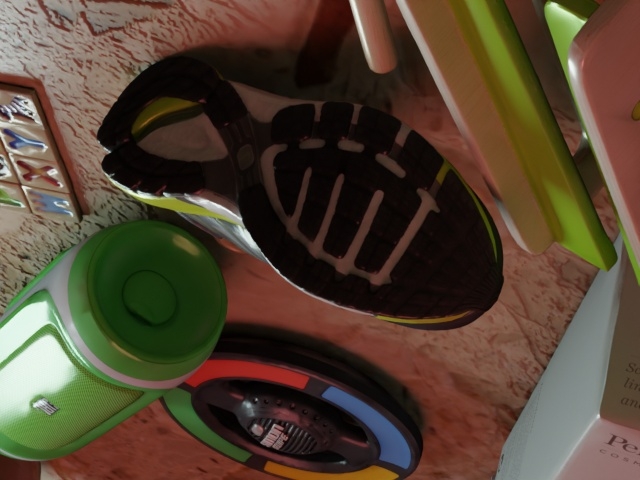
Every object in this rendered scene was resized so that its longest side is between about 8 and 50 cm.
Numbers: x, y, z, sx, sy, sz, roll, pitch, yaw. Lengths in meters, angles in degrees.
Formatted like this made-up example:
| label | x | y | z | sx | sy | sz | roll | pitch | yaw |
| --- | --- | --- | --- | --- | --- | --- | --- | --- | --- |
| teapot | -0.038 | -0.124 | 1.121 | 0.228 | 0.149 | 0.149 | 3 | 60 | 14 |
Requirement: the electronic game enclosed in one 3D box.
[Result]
| label | x | y | z | sx | sy | sz | roll | pitch | yaw |
| --- | --- | --- | --- | --- | --- | --- | --- | --- | --- |
| electronic game | -0.027 | 0.147 | 1.370 | 0.229 | 0.048 | 0.229 | 14 | 151 | 8 |

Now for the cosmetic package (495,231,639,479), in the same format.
| label | x | y | z | sx | sy | sz | roll | pitch | yaw |
| --- | --- | --- | --- | --- | --- | --- | --- | --- | --- |
| cosmetic package | 0.248 | 0.159 | 1.124 | 0.217 | 0.156 | 0.385 | 15 | 151 | 3 |

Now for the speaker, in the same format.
| label | x | y | z | sx | sy | sz | roll | pitch | yaw |
| --- | --- | --- | --- | --- | --- | --- | --- | --- | --- |
| speaker | -0.181 | 0.083 | 1.273 | 0.131 | 0.131 | 0.296 | 29 | 149 | -17 |

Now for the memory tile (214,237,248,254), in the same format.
| label | x | y | z | sx | sy | sz | roll | pitch | yaw |
| --- | --- | --- | --- | --- | --- | --- | --- | --- | --- |
| memory tile | 0.000 | 0.000 | 1.145 | 0.148 | 0.012 | 0.113 | 20 | 151 | -3 |

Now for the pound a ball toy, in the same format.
| label | x | y | z | sx | sy | sz | roll | pitch | yaw |
| --- | --- | --- | --- | --- | --- | --- | --- | --- | --- |
| pound a ball toy | 0.117 | -0.109 | 0.812 | 0.208 | 0.136 | 0.319 | 36 | 167 | 37 |

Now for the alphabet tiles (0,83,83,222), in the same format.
| label | x | y | z | sx | sy | sz | roll | pitch | yaw |
| --- | --- | --- | --- | --- | --- | --- | --- | --- | --- |
| alphabet tiles | -0.280 | -0.095 | 1.148 | 0.198 | 0.009 | 0.237 | 11 | 150 | 13 |

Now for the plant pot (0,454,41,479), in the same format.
| label | x | y | z | sx | sy | sz | roll | pitch | yaw |
| --- | --- | --- | --- | --- | --- | --- | --- | --- | --- |
| plant pot | -0.479 | 0.262 | 1.601 | 0.280 | 0.323 | 0.323 | 30 | 152 | 13 |

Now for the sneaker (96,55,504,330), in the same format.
| label | x | y | z | sx | sy | sz | roll | pitch | yaw |
| --- | --- | --- | --- | --- | --- | --- | --- | --- | --- |
| sneaker | 0.001 | -0.024 | 0.971 | 0.300 | 0.111 | 0.121 | 30 | 179 | 43 |

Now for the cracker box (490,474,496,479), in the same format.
| label | x | y | z | sx | sy | sz | roll | pitch | yaw |
| --- | --- | --- | --- | --- | --- | --- | --- | --- | --- |
| cracker box | 0.192 | 0.318 | 1.345 | 0.156 | 0.232 | 0.067 | 8 | 150 | 18 |
